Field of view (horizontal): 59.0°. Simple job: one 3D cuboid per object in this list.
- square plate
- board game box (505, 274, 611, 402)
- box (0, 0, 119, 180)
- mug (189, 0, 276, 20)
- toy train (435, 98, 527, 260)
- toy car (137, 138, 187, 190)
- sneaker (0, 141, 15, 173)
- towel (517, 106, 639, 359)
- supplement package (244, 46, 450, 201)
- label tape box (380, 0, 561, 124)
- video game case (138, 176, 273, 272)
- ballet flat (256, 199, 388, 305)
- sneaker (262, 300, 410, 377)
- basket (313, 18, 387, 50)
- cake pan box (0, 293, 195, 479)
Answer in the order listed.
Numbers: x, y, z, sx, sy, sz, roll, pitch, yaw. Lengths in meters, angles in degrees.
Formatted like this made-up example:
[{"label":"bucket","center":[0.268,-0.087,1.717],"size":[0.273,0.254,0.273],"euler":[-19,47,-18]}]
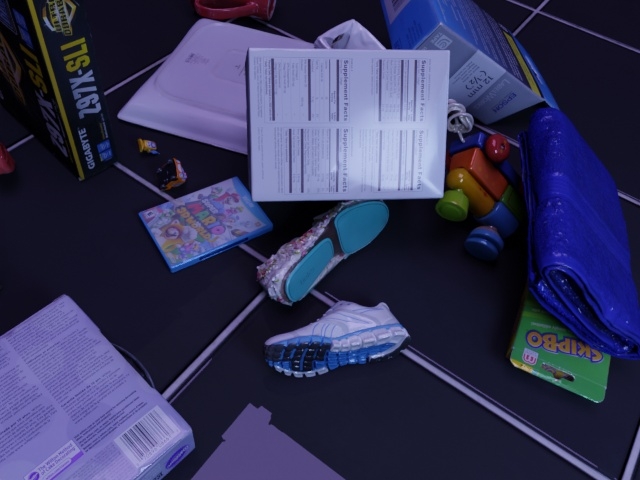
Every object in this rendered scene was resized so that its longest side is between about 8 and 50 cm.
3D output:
[{"label":"square plate","center":[-0.144,-0.301,1.056],"size":[0.343,0.049,0.347],"euler":[16,51,6]},{"label":"board game box","center":[0.347,0.099,0.795],"size":[0.124,0.039,0.259],"euler":[23,50,11]},{"label":"box","center":[-0.425,-0.283,0.833],"size":[0.257,0.322,0.079],"euler":[38,55,21]},{"label":"mug","center":[-0.186,-0.518,1.205],"size":[0.169,0.113,0.150],"euler":[14,84,-1]},{"label":"toy train","center":[0.209,-0.093,0.836],"size":[0.248,0.105,0.143],"euler":[42,63,-21]},{"label":"toy car","center":[-0.247,-0.132,0.905],"size":[0.040,0.060,0.122],"euler":[2,50,-47]},{"label":"sneaker","center":[-0.567,-0.142,0.870],"size":[0.128,0.087,0.221],"euler":[-35,50,-20]},{"label":"towel","center":[0.348,-0.014,0.775],"size":[0.227,0.076,0.308],"euler":[40,46,-27]},{"label":"supplement package","center":[0.025,-0.168,0.823],"size":[0.262,0.198,0.199],"euler":[-2,13,-8]},{"label":"label tape box","center":[0.287,-0.357,1.086],"size":[0.347,0.115,0.249],"euler":[24,43,-31]},{"label":"video game case","center":[-0.172,-0.029,0.853],"size":[0.166,0.015,0.119],"euler":[-24,57,-24]},{"label":"ballet flat","center":[0.000,0.000,0.811],"size":[0.077,0.091,0.241],"euler":[17,42,41]},{"label":"sneaker","center":[0.015,0.119,0.729],"size":[0.190,0.071,0.083],"euler":[-4,45,-20]},{"label":"basket","center":[0.064,-0.285,1.001],"size":[0.167,0.103,0.113],"euler":[46,53,5]},{"label":"cake pan box","center":[-0.307,0.214,0.609],"size":[0.245,0.070,0.267],"euler":[38,57,20]}]
